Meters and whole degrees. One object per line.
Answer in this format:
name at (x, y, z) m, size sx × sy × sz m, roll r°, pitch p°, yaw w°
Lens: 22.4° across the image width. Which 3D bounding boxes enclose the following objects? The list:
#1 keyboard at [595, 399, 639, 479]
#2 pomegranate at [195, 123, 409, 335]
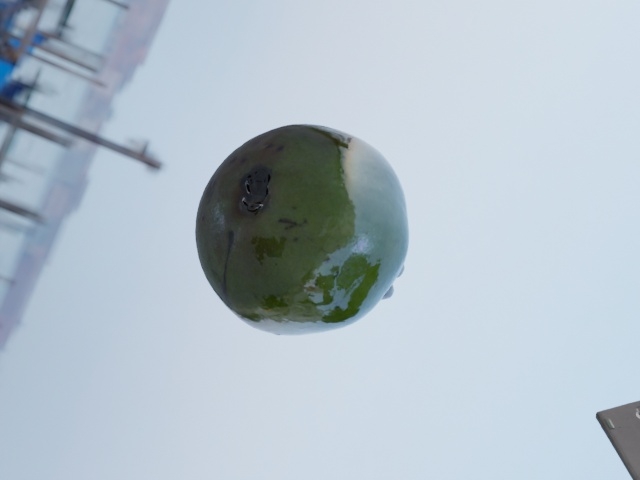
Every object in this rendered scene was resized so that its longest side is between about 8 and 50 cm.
keyboard at (0.278, 0.193, 1.287) m, size 0.166 × 0.055 × 0.017 m, roll -115°, pitch -164°, yaw -44°
pomegranate at (0.005, 0.000, 1.344) m, size 0.179 × 0.210 × 0.179 m, roll -41°, pitch -141°, yaw 45°
